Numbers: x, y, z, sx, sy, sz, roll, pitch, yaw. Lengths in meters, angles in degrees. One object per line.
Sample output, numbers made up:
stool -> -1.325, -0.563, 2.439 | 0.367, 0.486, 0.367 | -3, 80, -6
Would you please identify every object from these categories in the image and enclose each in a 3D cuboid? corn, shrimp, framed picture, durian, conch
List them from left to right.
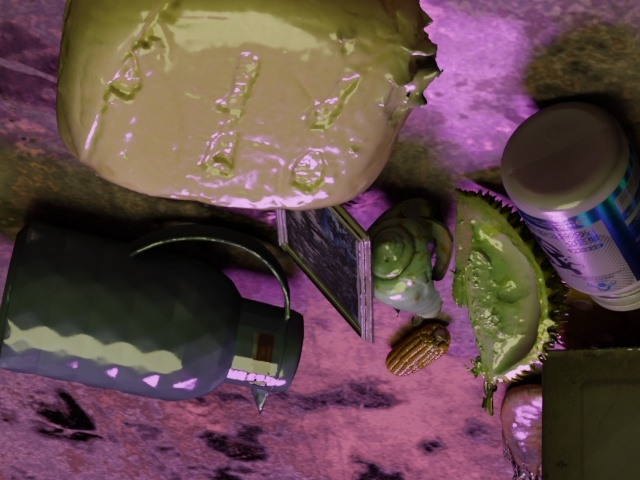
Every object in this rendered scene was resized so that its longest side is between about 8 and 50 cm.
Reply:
framed picture -> 0.000, 0.000, 1.700 | 0.011, 0.142, 0.183 | -33, 153, -17
conch -> 0.085, 0.018, 1.736 | 0.079, 0.106, 0.170 | 32, 173, 22
corn -> 0.096, 0.111, 1.926 | 0.037, 0.037, 0.092 | 21, 150, -20
durian -> 0.169, 0.054, 1.703 | 0.100, 0.086, 0.215 | -5, 104, 18
shrimp -> 0.262, 0.211, 2.036 | 0.152, 0.046, 0.219 | 9, 146, 7

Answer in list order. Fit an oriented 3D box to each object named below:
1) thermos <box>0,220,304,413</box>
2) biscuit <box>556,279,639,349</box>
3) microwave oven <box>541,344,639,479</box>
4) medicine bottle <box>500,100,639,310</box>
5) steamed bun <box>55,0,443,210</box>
thermos -> -0.155, 0.063, 1.829 | 0.286, 0.145, 0.182 | 11, 115, -7
biscuit -> 0.306, 0.055, 1.782 | 0.249, 0.035, 0.184 | -7, 145, 25
microwave oven -> 0.408, 0.262, 1.778 | 0.394, 0.333, 0.247 | -2, 162, 12
medicine bottle -> 0.228, -0.022, 1.606 | 0.107, 0.107, 0.191 | -7, 145, 25
steamed bun -> -0.054, -0.146, 1.430 | 0.273, 0.166, 0.232 | 6, 137, -5
